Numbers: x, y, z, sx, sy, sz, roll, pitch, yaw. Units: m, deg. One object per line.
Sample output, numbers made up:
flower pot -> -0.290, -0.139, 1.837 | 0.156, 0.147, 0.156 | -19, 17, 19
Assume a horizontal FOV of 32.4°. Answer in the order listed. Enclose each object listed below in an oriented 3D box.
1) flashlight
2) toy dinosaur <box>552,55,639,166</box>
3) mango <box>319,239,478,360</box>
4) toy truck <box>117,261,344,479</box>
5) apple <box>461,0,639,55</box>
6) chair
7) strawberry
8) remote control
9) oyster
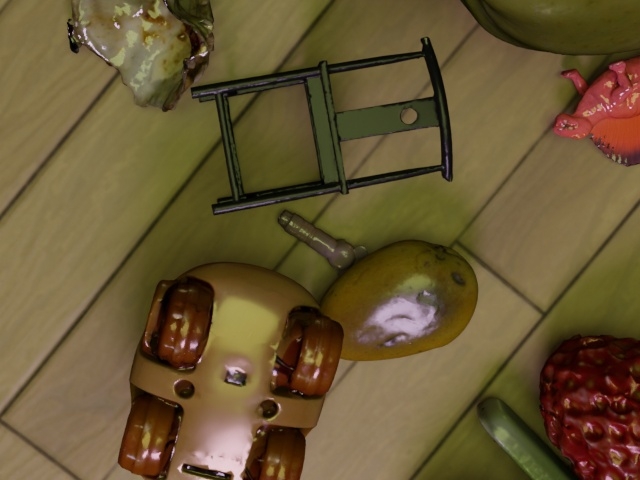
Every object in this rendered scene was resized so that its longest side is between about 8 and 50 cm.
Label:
flashlight -> 0.000, 0.000, 1.271 | 0.110, 0.031, 0.052 | 34, 117, -3
toy dinosaur -> 0.402, -0.169, 1.276 | 0.286, 0.070, 0.139 | -25, 107, -5
mango -> 0.085, 0.076, 1.248 | 0.195, 0.098, 0.137 | -31, 112, 7
toy truck -> -0.102, 0.159, 1.187 | 0.204, 0.211, 0.288 | 14, 97, -6
apple -> 0.280, -0.396, 1.049 | 0.474, 0.473, 0.473 | 0, 95, -4
chair -> 0.001, -0.122, 1.203 | 0.260, 0.141, 0.154 | -10, 96, -2
strawberry -> 0.334, 0.194, 1.256 | 0.178, 0.234, 0.234 | 34, 92, 24
remote control -> 0.296, 0.302, 1.288 | 0.038, 0.090, 0.309 | -43, 98, 10
oyster -> -0.219, -0.300, 1.182 | 0.198, 0.133, 0.337 | -33, 88, 39
